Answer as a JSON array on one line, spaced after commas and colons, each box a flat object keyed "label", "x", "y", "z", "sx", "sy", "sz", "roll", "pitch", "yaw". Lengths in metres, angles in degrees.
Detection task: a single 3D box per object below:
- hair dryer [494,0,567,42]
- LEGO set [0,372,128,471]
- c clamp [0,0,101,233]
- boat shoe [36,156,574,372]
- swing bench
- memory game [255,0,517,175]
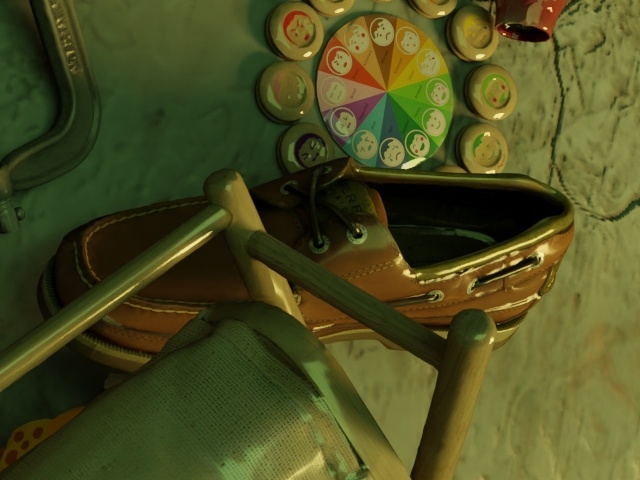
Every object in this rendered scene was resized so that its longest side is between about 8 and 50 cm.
[{"label": "hair dryer", "x": 0.209, "y": -0.228, "z": 1.028, "sx": 0.293, "sy": 0.080, "sz": 0.223, "roll": -39, "pitch": 104, "yaw": -26}, {"label": "LEGO set", "x": -0.154, "y": 0.149, "z": 0.791, "sx": 0.087, "sy": 0.093, "sz": 0.227, "roll": 50, "pitch": 53, "yaw": -46}, {"label": "c clamp", "x": -0.169, "y": -0.081, "z": 0.813, "sx": 0.137, "sy": 0.022, "sz": 0.160, "roll": -26, "pitch": 112, "yaw": -44}, {"label": "boat shoe", "x": 0.000, "y": 0.000, "z": 0.854, "sx": 0.307, "sy": 0.104, "sz": 0.110, "roll": -4, "pitch": 53, "yaw": -33}, {"label": "swing bench", "x": -0.057, "y": 0.156, "z": 0.667, "sx": 0.253, "sy": 0.165, "sz": 0.254, "roll": -36, "pitch": 137, "yaw": -27}, {"label": "memory game", "x": 0.044, "y": -0.093, "z": 0.961, "sx": 0.186, "sy": 0.012, "sz": 0.186, "roll": 3, "pitch": 83, "yaw": -28}]
